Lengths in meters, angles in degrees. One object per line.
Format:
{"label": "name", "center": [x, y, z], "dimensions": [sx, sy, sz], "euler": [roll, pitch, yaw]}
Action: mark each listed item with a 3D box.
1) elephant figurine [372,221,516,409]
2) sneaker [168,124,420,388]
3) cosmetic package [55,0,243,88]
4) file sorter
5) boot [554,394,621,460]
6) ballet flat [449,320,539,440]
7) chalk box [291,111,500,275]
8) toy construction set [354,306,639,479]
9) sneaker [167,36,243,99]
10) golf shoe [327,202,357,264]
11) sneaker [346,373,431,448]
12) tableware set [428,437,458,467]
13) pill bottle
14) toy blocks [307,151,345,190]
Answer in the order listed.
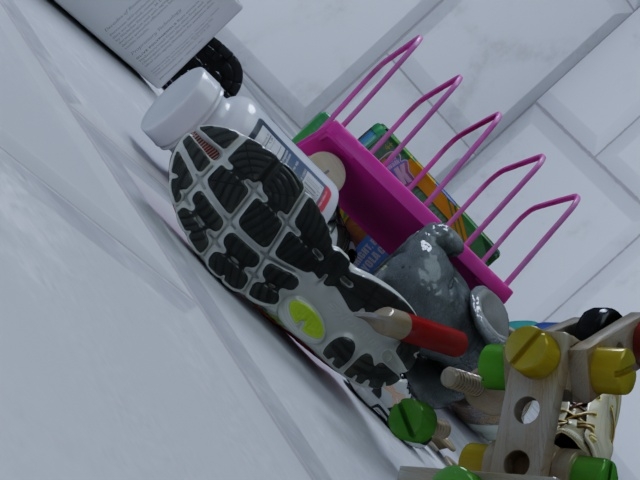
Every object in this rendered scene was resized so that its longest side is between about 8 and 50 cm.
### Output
{"label": "elephant figurine", "center": [0.158, 0.108, 1.878], "dimensions": [0.239, 0.186, 0.169], "euler": [47, -28, -1]}
{"label": "sneaker", "center": [-0.038, 0.022, 1.405], "dimensions": [0.279, 0.107, 0.118], "euler": [49, -15, -17]}
{"label": "cosmetic package", "center": [-0.263, -0.349, 1.898], "dimensions": [0.197, 0.155, 0.365], "euler": [50, 6, 31]}
{"label": "file sorter", "center": [0.142, -0.080, 2.038], "dimensions": [0.291, 0.182, 0.202], "euler": [44, -14, -7]}
{"label": "boot", "center": [0.329, 0.234, 2.166], "dimensions": [0.095, 0.262, 0.203], "euler": [4, -5, 16]}
{"label": "ballet flat", "center": [0.234, 0.192, 2.115], "dimensions": [0.316, 0.108, 0.106], "euler": [-31, 121, -63]}
{"label": "chalk box", "center": [0.072, -0.039, 2.230], "dimensions": [0.289, 0.180, 0.179], "euler": [46, 5, -7]}
{"label": "toy construction set", "center": [0.131, 0.136, 1.241], "dimensions": [0.309, 0.257, 0.237], "euler": [33, 7, 40]}
{"label": "sneaker", "center": [-0.222, -0.276, 2.178], "dimensions": [0.283, 0.107, 0.124], "euler": [51, -10, -4]}
{"label": "golf shoe", "center": [0.000, 0.000, 2.003], "dimensions": [0.198, 0.077, 0.094], "euler": [-66, 131, -83]}
{"label": "sneaker", "center": [0.071, 0.146, 1.513], "dimensions": [0.109, 0.044, 0.040], "euler": [47, 2, -28]}
{"label": "tableware set", "center": [0.122, 0.207, 1.611], "dimensions": [0.168, 0.020, 0.141], "euler": [50, 5, 23]}
{"label": "pill bottle", "center": [-0.078, -0.072, 1.569], "dimensions": [0.180, 0.108, 0.108], "euler": [46, 5, -21]}
{"label": "toy blocks", "center": [-0.050, -0.074, 1.983], "dimensions": [0.123, 0.054, 0.148], "euler": [1, -3, -17]}
